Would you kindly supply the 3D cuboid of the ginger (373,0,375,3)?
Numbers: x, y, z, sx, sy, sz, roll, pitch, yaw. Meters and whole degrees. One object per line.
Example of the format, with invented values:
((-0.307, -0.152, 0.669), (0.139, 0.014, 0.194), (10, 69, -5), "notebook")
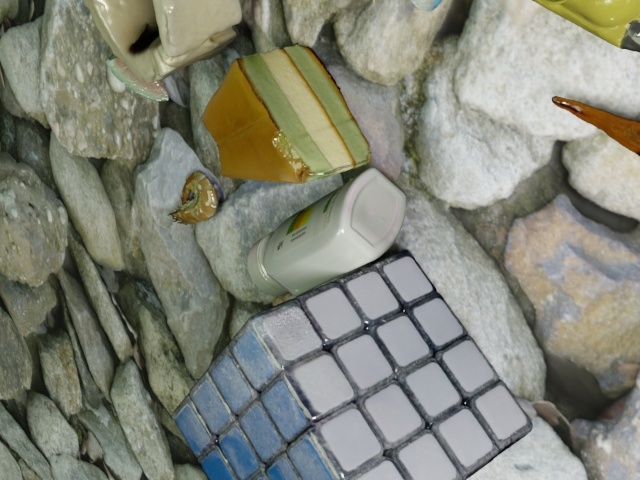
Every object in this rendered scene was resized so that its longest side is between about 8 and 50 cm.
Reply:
((0.024, -0.428, 1.184), (0.138, 0.152, 0.267), (-42, 91, 23), "ginger")

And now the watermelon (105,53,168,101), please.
((-0.358, -0.335, 1.726), (0.080, 0.101, 0.155), (-17, 103, 40), "watermelon")

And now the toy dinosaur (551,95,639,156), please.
((0.441, -0.078, 0.896), (0.432, 0.097, 0.208), (54, 149, 24), "toy dinosaur")

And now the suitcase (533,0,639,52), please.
((0.313, -0.309, 0.894), (0.235, 0.143, 0.194), (40, 134, 31), "suitcase")

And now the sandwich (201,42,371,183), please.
((-0.060, -0.158, 1.393), (0.227, 0.155, 0.198), (59, 142, 12), "sandwich")

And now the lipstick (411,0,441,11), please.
((0.173, -0.358, 1.113), (0.048, 0.048, 0.158), (60, 141, 11), "lipstick")

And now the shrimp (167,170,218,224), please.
((-0.259, -0.078, 1.750), (0.180, 0.041, 0.099), (-23, 88, 52), "shrimp")

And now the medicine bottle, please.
((0.000, 0.000, 1.387), (0.111, 0.161, 0.296), (40, 146, -15), "medicine bottle")

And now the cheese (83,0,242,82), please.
((-0.270, -0.424, 1.469), (0.332, 0.153, 0.292), (9, 127, 58), "cheese")

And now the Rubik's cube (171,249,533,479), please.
((0.039, 0.270, 1.322), (0.337, 0.344, 0.344), (57, 139, 15), "Rubik's cube")
